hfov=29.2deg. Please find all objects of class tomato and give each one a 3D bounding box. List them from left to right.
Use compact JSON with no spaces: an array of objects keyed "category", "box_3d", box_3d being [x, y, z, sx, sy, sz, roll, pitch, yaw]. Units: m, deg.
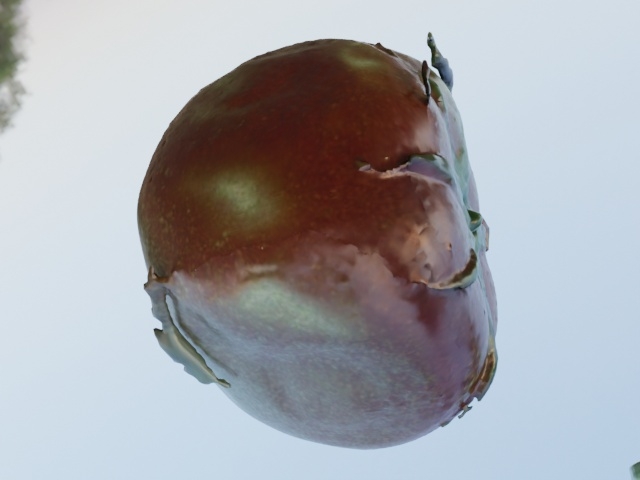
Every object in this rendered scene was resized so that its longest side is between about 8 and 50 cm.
[{"category":"tomato","box_3d":[0.000,0.000,0.902,0.239,0.303,0.303,-11,-159,13]}]

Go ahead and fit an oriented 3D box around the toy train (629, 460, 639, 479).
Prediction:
[{"category":"toy train","box_3d":[0.492,0.246,1.204,0.442,0.179,0.272,-21,163,16]}]
